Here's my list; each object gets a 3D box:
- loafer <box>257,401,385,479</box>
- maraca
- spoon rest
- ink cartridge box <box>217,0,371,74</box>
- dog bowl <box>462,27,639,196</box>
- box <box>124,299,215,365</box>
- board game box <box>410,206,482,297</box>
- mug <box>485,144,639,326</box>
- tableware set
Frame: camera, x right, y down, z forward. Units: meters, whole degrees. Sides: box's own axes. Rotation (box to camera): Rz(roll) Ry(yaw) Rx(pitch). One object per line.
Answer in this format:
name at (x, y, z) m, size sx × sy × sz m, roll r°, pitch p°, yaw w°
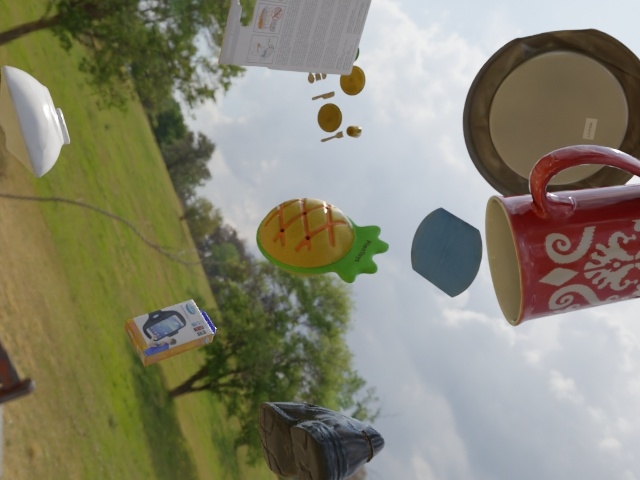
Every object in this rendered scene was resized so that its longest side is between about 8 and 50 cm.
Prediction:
loafer at (-0.008, 0.169, 0.598) m, size 0.170 × 0.061 × 0.062 m, roll 179°, pitch -96°, yaw -65°
maraca at (0.000, 0.000, 0.970) m, size 0.185 × 0.127 × 0.099 m, roll 16°, pitch -36°, yaw 19°
spoon rest at (-0.383, -0.148, 0.921) m, size 0.276 × 0.084 × 0.137 m, roll -163°, pitch -123°, yaw -74°
ink cartridge box at (-0.032, -0.321, 0.948) m, size 0.056 × 0.224 × 0.181 m, roll 46°, pitch -51°, yaw 42°
dog bowl at (0.455, -0.236, 1.354) m, size 0.102 × 0.348 × 0.349 m, roll -43°, pitch 118°, yaw -64°
box at (-0.240, 0.147, 1.152) m, size 0.081 × 0.136 × 0.028 m, roll 51°, pitch -36°, yaw 31°
board game box at (0.238, 0.021, 1.287) m, size 0.168 × 0.033 × 0.133 m, roll 38°, pitch -66°, yaw 46°
mug at (0.235, -0.001, 0.579) m, size 0.150 × 0.169 × 0.113 m, roll 80°, pitch 3°, yaw -68°
tableware set at (0.034, -0.240, 1.144) m, size 0.104 × 0.024 × 0.154 m, roll -10°, pitch -89°, yaw 33°
